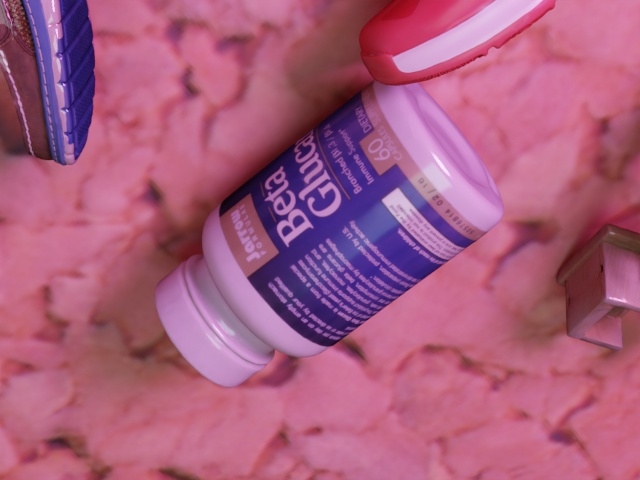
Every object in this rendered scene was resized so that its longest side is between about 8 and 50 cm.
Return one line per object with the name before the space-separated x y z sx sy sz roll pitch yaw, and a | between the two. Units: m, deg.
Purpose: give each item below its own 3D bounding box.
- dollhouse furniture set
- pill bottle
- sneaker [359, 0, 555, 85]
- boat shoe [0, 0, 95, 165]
dollhouse furniture set | 0.246 -0.002 0.703 0.181 0.101 0.161 18 142 -14
pill bottle | 0.000 0.000 0.663 0.169 0.094 0.094 -38 116 16
sneaker | 0.084 -0.177 0.585 0.221 0.087 0.128 -38 108 3
boat shoe | -0.148 -0.122 0.604 0.066 0.066 0.183 -5 111 4
